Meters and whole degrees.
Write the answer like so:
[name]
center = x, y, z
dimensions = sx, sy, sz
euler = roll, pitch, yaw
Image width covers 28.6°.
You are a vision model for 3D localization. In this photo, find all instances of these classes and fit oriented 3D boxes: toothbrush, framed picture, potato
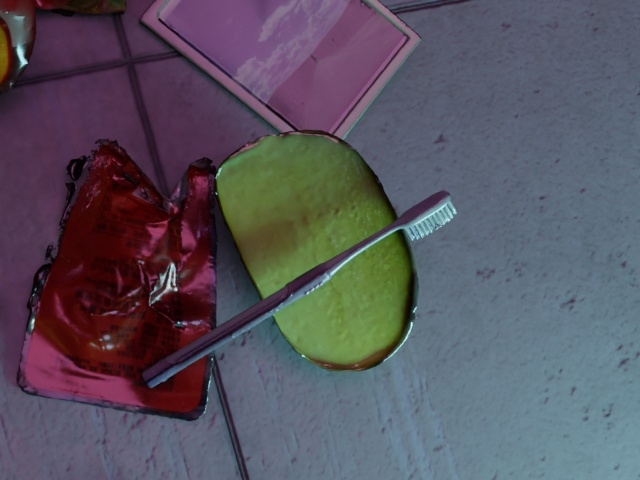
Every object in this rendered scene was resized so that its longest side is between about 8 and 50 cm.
[toothbrush]
center = -0.021, 0.052, 1.239
dimensions = 0.354, 0.024, 0.029
euler = -31, 119, 3
[framed picture]
center = -0.041, -0.232, 1.375
dimensions = 0.260, 0.023, 0.189
euler = 39, 87, -5
[potato]
center = 0.000, 0.000, 1.294
dimensions = 0.160, 0.111, 0.272
euler = -28, 106, 1

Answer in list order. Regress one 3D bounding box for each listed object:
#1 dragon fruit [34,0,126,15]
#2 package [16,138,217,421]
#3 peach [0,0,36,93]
[dragon fruit]
center = -0.288, -0.371, 1.268
dimensions = 0.134, 0.211, 0.262
euler = -18, 77, -25
[package]
center = -0.190, 0.037, 1.271
dimensions = 0.194, 0.071, 0.270
euler = 10, 79, 2
[peach]
center = -0.383, -0.199, 1.206
dimensions = 0.196, 0.190, 0.226
euler = 33, 65, -20
